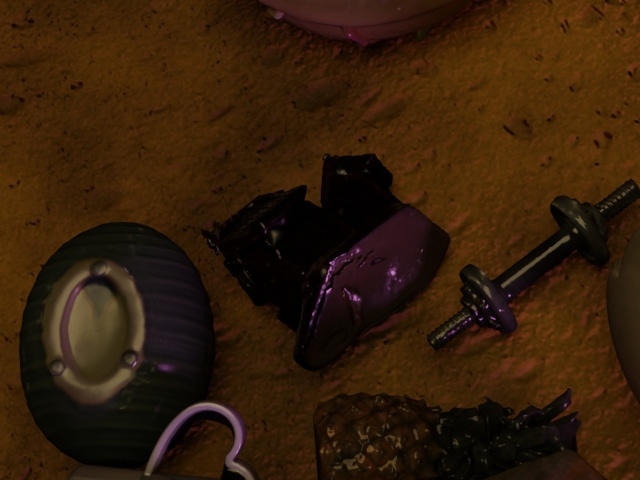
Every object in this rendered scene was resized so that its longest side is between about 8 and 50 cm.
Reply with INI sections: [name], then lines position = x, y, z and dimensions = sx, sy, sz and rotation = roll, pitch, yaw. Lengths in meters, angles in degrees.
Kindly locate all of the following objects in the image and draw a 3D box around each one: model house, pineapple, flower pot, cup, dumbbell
[model house]
position = 0.006, 0.004, 1.549
dimensions = 0.203, 0.141, 0.164
rotation = -32, 41, -25
[pineapple]
position = 0.117, 0.195, 1.443
dimensions = 0.248, 0.128, 0.128
rotation = -5, 68, 2
[flower pot]
position = -0.198, 0.100, 1.514
dimensions = 0.189, 0.157, 0.243
rotation = -4, 74, 8
[cup]
position = -0.132, 0.267, 1.418
dimensions = 0.202, 0.167, 0.221
rotation = 8, 61, 5
[dumbbell]
position = 0.207, 0.024, 1.509
dimensions = 0.254, 0.081, 0.081
rotation = -37, 67, -4

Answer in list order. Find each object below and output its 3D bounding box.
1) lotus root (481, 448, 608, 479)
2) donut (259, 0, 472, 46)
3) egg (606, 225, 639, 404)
[lotus root]
position = 0.145, 0.317, 1.344
dimensions = 0.314, 0.142, 0.210
rotation = -34, 68, -15
[donut]
position = 0.043, -0.352, 1.653
dimensions = 0.371, 0.150, 0.307
rotation = 19, 74, 18
[egg]
position = 0.415, 0.100, 1.331
dimensions = 0.278, 0.278, 0.336
rotation = -35, 69, -4
